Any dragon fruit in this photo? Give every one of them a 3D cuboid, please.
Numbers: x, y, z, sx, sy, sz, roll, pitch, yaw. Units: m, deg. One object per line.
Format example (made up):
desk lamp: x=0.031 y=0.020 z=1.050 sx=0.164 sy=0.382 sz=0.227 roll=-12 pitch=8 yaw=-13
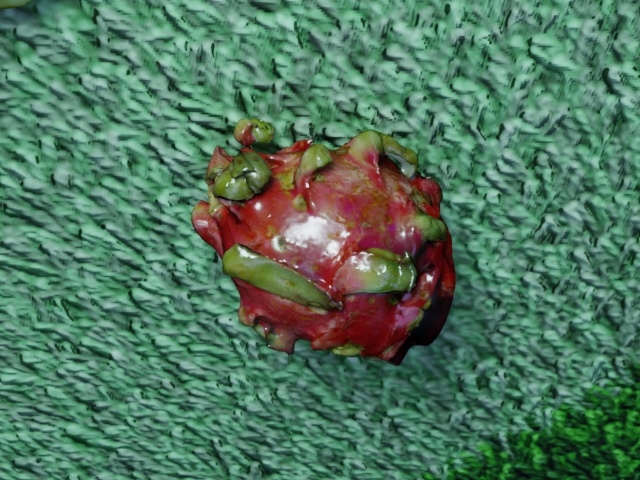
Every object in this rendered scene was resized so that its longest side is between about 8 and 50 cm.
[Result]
dragon fruit: x=0.000 y=0.000 z=0.994 sx=0.172 sy=0.160 sz=0.166 roll=14 pitch=174 yaw=-17

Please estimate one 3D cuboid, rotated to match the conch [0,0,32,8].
conch: x=-0.235 y=-0.167 z=0.848 sx=0.170 sy=0.079 sz=0.106 roll=13 pitch=148 yaw=-29
